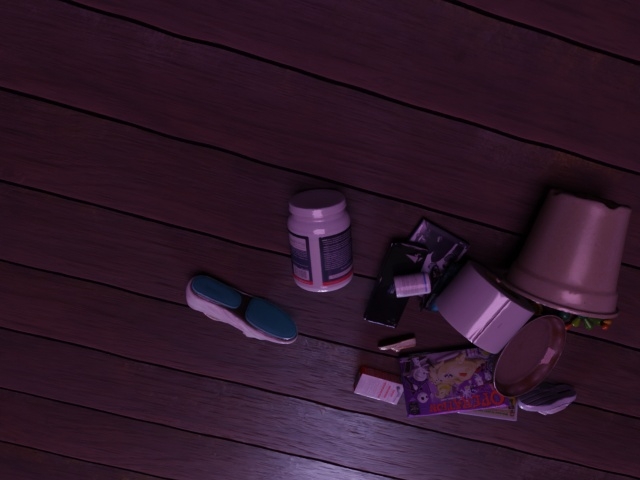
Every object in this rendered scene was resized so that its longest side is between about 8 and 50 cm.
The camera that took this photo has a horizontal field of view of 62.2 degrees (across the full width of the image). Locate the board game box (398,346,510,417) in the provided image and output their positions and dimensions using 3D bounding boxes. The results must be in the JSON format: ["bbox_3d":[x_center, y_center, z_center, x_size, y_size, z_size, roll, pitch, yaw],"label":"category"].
[{"bbox_3d":[0.458,0.487,1.839,0.347,0.056,0.208,-9,80,6],"label":"board game box"}]

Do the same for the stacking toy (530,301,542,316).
[{"bbox_3d":[0.655,0.323,1.755,0.167,0.052,0.221,-11,109,-29],"label":"stacking toy"}]

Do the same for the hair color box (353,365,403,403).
[{"bbox_3d":[0.213,0.524,1.923,0.167,0.053,0.093,18,113,-5],"label":"hair color box"}]

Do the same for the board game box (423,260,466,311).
[{"bbox_3d":[0.426,0.153,1.723,0.126,0.026,0.186,7,120,-35],"label":"board game box"}]

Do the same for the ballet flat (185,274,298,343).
[{"bbox_3d":[-0.268,0.246,1.776,0.400,0.139,0.139,27,113,-7],"label":"ballet flat"}]

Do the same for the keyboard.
[{"bbox_3d":[0.277,0.152,1.725,0.202,0.033,0.317,15,117,-5],"label":"keyboard"}]

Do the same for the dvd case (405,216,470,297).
[{"bbox_3d":[0.338,0.063,1.712,0.179,0.029,0.238,28,114,-11],"label":"dvd case"}]

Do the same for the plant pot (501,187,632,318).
[{"bbox_3d":[0.736,0.019,1.546,0.334,0.334,0.305,10,104,-3],"label":"plant pot"}]

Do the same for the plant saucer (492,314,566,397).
[{"bbox_3d":[0.665,0.366,1.716,0.311,0.050,0.310,-14,121,-24],"label":"plant saucer"}]

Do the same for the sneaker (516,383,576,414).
[{"bbox_3d":[0.796,0.578,1.878,0.258,0.094,0.091,1,120,-23],"label":"sneaker"}]

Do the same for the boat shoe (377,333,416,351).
[{"bbox_3d":[0.267,0.364,1.846,0.135,0.050,0.045,-13,109,8],"label":"boat shoe"}]

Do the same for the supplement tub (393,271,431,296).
[{"bbox_3d":[0.287,0.138,1.661,0.107,0.071,0.071,-8,115,6],"label":"supplement tub"}]

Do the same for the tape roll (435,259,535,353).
[{"bbox_3d":[0.496,0.197,1.609,0.246,0.246,0.169,32,106,-13],"label":"tape roll"}]

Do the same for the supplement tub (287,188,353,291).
[{"bbox_3d":[0.000,0.000,1.602,0.191,0.191,0.272,-3,116,3],"label":"supplement tub"}]

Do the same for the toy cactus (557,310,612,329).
[{"bbox_3d":[0.850,0.228,1.748,0.219,0.112,0.180,-27,102,22],"label":"toy cactus"}]

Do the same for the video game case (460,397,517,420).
[{"bbox_3d":[0.592,0.522,1.869,0.213,0.023,0.193,9,78,-3],"label":"video game case"}]
